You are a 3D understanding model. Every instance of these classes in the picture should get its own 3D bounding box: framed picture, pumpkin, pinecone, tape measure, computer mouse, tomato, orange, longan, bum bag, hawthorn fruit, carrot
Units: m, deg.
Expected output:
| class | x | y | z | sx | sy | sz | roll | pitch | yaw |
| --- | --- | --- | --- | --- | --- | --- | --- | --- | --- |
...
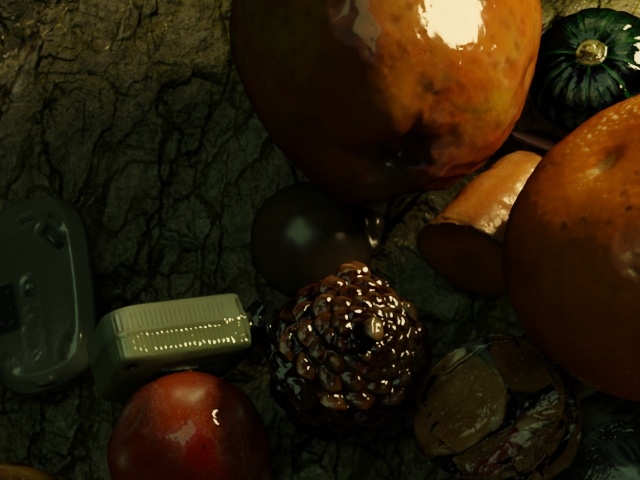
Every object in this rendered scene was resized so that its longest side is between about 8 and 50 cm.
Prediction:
| class | x | y | z | sx | sy | sz | roll | pitch | yaw |
| --- | --- | --- | --- | --- | --- | --- | --- | --- | --- |
| framed picture | 0.410 | 0.273 | 1.780 | 0.324 | 0.020 | 0.240 | -29 | 58 | 5 |
| pumpkin | 0.397 | -0.246 | 1.979 | 0.202 | 0.140 | 0.202 | -9 | 63 | 19 |
| pinecone | 0.033 | 0.155 | 1.844 | 0.224 | 0.272 | 0.224 | 3 | 71 | -10 |
| tape measure | -0.211 | 0.168 | 1.982 | 0.235 | 0.207 | 0.115 | -6 | 63 | -26 |
| computer mouse | -0.444 | 0.085 | 2.162 | 0.197 | 0.095 | 0.330 | -16 | 69 | 15 |
| tomato | -0.182 | 0.296 | 1.872 | 0.232 | 0.232 | 0.188 | -19 | 18 | 11 |
| orange | 0.437 | 0.007 | 1.706 | 0.424 | 0.326 | 0.424 | -34 | 24 | 17 |
| longan | 0.000 | 0.000 | 2.001 | 0.204 | 0.159 | 0.184 | -19 | 72 | -20 |
| bum bag | 0.358 | -0.132 | 1.960 | 0.159 | 0.109 | 0.026 | 26 | 111 | 30 |
| hawthorn fruit | 0.087 | -0.266 | 1.930 | 0.472 | 0.472 | 0.471 | -9 | 62 | 17 |
| carrot | 0.258 | -0.048 | 1.926 | 0.159 | 0.159 | 0.225 | 19 | 60 | 28 |

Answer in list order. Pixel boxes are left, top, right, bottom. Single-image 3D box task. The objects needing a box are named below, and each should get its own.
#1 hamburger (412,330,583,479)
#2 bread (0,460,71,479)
| class | x | y | z | sx | sy | sz | roll | pitch | yaw |
| --- | --- | --- | --- | --- | --- | --- | --- | --- | --- |
| hamburger | 0.230 | 0.228 | 1.801 | 0.231 | 0.107 | 0.231 | -16 | 51 | 21 |
| bread | -0.454 | 0.441 | 1.984 | 0.211 | 0.099 | 0.235 | 6 | 72 | 26 |
